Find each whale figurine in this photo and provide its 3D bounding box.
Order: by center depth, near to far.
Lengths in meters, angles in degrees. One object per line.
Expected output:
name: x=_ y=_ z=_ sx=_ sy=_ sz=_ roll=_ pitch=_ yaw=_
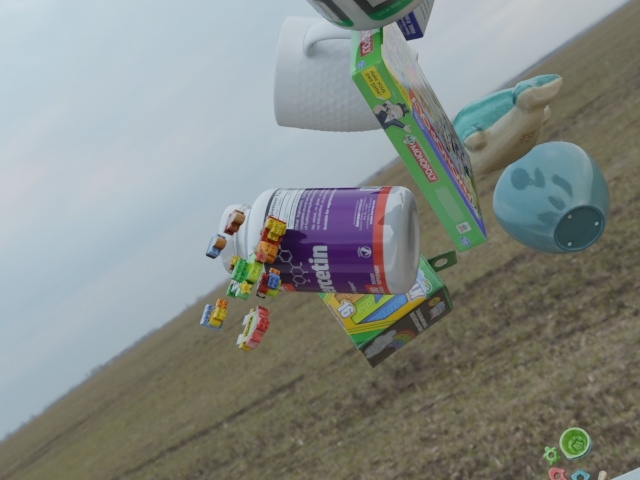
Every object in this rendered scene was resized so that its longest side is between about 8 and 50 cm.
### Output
whale figurine: x=0.352 y=-0.242 z=1.567 sx=0.216 sy=0.141 sz=0.272 roll=-21 pitch=-20 yaw=-24

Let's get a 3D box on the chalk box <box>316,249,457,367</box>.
chalk box: x=0.163 y=0.104 z=1.733 sx=0.289 sy=0.179 sz=0.180 roll=-37 pitch=-25 yaw=-2

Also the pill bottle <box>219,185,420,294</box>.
pill bottle: x=0.000 y=0.000 z=1.373 sx=0.323 sy=0.181 sz=0.181 roll=0 pitch=13 yaw=17

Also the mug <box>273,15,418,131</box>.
mug: x=0.067 y=-0.418 z=1.962 sx=0.328 sy=0.276 sz=0.374 roll=7 pitch=-17 yaw=6

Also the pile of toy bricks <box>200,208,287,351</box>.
pile of toy bricks: x=-0.105 y=0.044 z=1.183 sx=0.105 sy=0.118 sz=0.212 roll=-30 pitch=40 yaw=61

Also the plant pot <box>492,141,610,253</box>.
plant pot: x=0.607 y=-0.078 z=2.032 sx=0.290 sy=0.290 sz=0.195 roll=-35 pitch=32 yaw=9

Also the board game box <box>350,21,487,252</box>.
board game box: x=0.135 y=-0.163 z=1.114 sx=0.046 sy=0.317 sz=0.213 roll=-24 pitch=36 yaw=19

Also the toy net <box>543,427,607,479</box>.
toy net: x=0.567 y=0.529 z=1.758 sx=0.122 sy=0.045 sz=0.232 roll=-31 pitch=45 yaw=17

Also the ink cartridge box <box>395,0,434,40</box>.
ink cartridge box: x=0.167 y=-0.587 z=1.702 sx=0.072 sy=0.329 sz=0.324 roll=7 pitch=-20 yaw=27

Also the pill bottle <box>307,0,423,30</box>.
pill bottle: x=-0.012 y=-0.404 z=0.886 sx=0.204 sy=0.204 sz=0.361 roll=-35 pitch=-32 yaw=17

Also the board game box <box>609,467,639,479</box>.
board game box: x=0.424 y=0.431 z=0.961 sx=0.224 sy=0.303 sz=0.097 roll=-32 pitch=-29 yaw=21
